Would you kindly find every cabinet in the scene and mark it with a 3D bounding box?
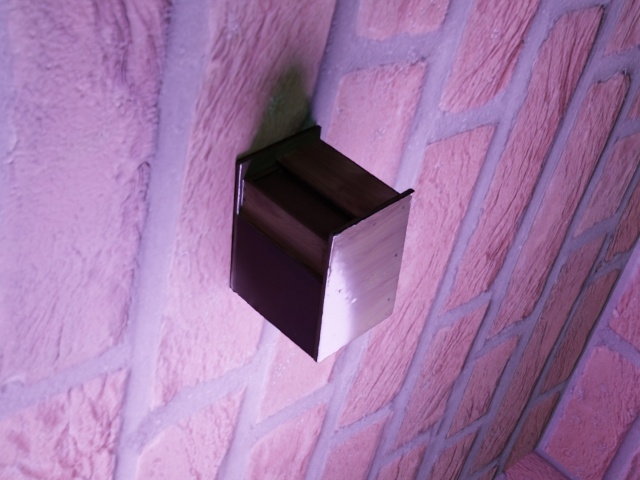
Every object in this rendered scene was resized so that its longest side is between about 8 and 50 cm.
[{"bbox_3d":[0.000,0.000,1.232,0.148,0.175,0.215,-29,142,-34],"label":"cabinet"}]
